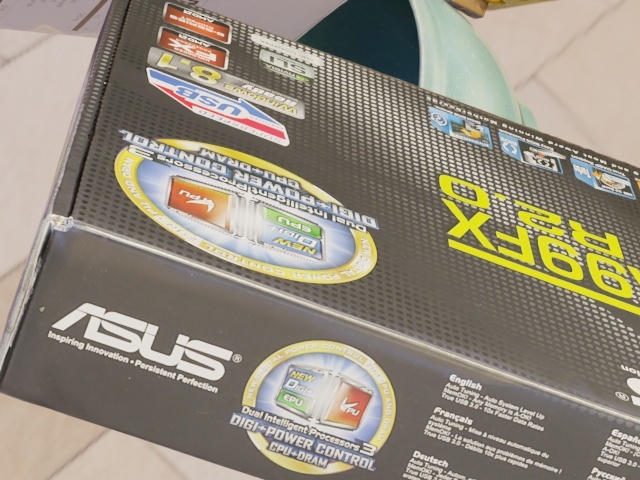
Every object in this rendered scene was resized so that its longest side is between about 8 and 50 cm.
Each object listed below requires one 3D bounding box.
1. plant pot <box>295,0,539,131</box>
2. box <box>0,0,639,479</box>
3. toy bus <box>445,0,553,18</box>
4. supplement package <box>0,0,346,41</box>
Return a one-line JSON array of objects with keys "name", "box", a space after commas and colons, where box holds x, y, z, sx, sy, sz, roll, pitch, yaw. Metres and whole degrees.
[{"name": "plant pot", "box": [0.061, -0.074, 1.652, 0.196, 0.293, 0.293, 17, 55, -35]}, {"name": "box", "box": [0.043, 0.017, 0.636, 0.270, 0.060, 0.216, 19, 22, -8]}, {"name": "toy bus", "box": [0.139, -0.241, 1.642, 0.191, 0.202, 0.104, 16, 81, 21]}, {"name": "supplement package", "box": [-0.132, -0.232, 1.216, 0.293, 0.175, 0.177, 3, 78, -22]}]
